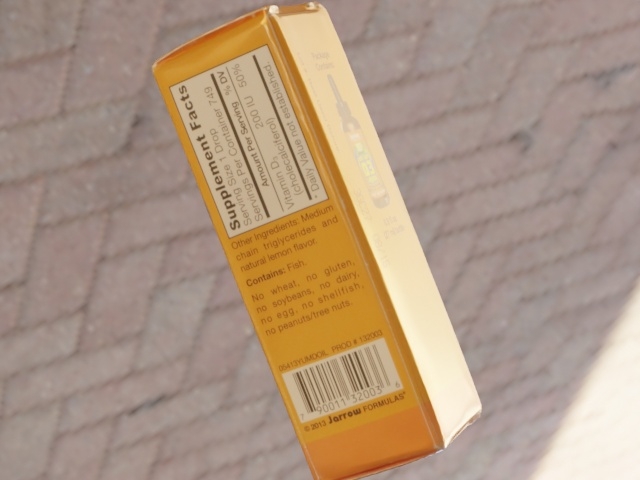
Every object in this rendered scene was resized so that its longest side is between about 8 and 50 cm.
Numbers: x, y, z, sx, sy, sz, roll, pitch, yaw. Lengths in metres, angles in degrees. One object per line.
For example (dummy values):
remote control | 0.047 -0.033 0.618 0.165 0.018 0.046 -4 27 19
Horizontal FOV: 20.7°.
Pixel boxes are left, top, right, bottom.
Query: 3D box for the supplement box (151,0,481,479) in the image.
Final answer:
supplement box | 0.000 0.000 0.889 0.080 0.233 0.078 -19 -179 23
